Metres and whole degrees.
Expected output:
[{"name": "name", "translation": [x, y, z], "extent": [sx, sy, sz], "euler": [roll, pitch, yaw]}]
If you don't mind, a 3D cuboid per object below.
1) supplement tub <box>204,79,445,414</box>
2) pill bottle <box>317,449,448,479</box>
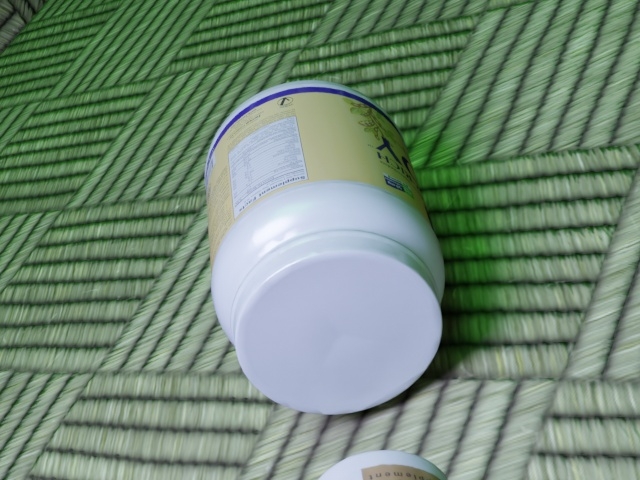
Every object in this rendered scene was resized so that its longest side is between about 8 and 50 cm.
[{"name": "supplement tub", "translation": [0.000, 0.000, 1.291], "extent": [0.241, 0.241, 0.331], "euler": [-28, 34, 11]}, {"name": "pill bottle", "translation": [0.061, 0.291, 0.963], "extent": [0.131, 0.131, 0.229], "euler": [-27, 34, 12]}]
